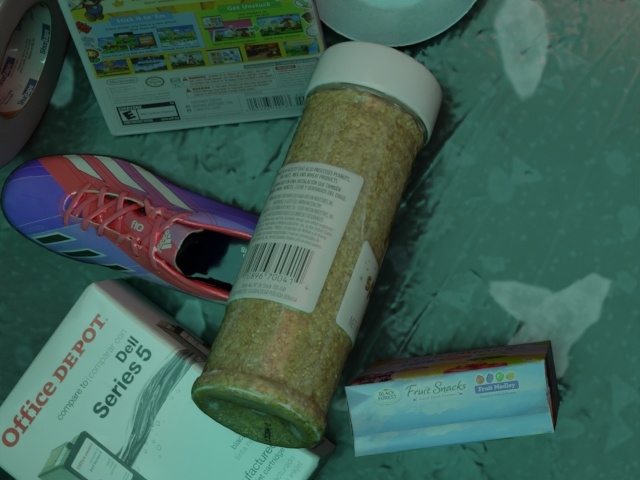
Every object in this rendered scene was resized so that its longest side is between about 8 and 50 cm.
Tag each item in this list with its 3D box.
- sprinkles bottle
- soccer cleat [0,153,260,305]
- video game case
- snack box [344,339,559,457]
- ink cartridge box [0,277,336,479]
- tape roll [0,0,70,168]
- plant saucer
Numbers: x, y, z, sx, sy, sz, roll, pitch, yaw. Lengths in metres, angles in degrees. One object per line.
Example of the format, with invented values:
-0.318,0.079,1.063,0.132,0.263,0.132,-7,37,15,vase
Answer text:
0.000,0.000,1.574,0.121,0.121,0.355,17,66,8,sprinkles bottle
-0.159,-0.009,1.695,0.318,0.116,0.108,19,93,8,soccer cleat
-0.111,-0.184,1.661,0.227,0.206,0.026,-5,49,9,video game case
0.122,0.138,1.607,0.175,0.207,0.070,-8,89,8,snack box
-0.155,0.193,1.698,0.273,0.115,0.198,37,96,7,ink cartridge box
-0.305,-0.177,1.665,0.072,0.219,0.219,19,93,10,tape roll
0.068,-0.277,1.698,0.195,0.037,0.195,0,90,9,plant saucer
